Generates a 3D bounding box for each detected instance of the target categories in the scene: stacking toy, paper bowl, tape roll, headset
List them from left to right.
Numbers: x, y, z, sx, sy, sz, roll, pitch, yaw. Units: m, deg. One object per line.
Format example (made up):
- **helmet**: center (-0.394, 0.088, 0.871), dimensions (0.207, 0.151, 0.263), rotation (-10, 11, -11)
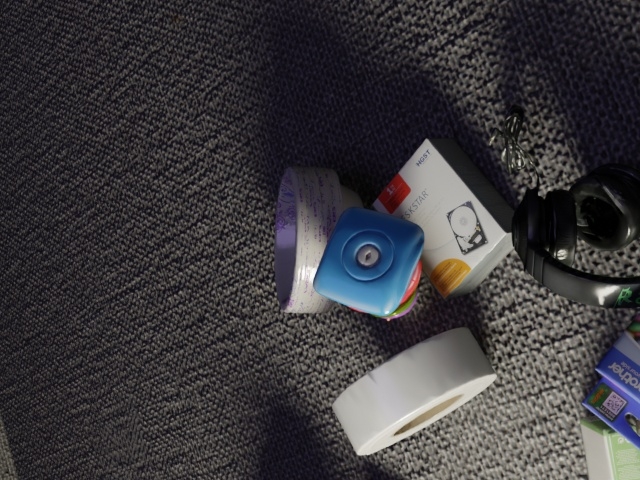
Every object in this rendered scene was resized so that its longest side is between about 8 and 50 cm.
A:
- **paper bowl**: center (0.000, 0.000, 1.763), dimensions (0.284, 0.148, 0.284), rotation (-177, 90, -79)
- **stacking toy**: center (0.115, 0.083, 1.653), dimensions (0.165, 0.302, 0.175), rotation (18, 73, 21)
- **tape roll**: center (0.164, 0.268, 1.608), dimensions (0.286, 0.286, 0.100), rotation (-44, 67, 36)
- **headset**: center (0.394, -0.056, 1.395), dimensions (0.394, 0.243, 0.185), rotation (-127, 25, -50)

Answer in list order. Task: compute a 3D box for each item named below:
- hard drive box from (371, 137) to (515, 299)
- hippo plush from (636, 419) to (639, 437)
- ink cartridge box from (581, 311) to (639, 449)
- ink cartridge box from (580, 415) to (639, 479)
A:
- **hard drive box**: center (0.230, -0.041, 1.642), dimensions (0.232, 0.089, 0.181), rotation (54, 125, 24)
- **hippo plush**: center (0.545, 0.333, 1.305), dimensions (0.234, 0.236, 0.294), rotation (-35, 72, 38)
- **ink cartridge box**: center (0.504, 0.147, 1.200), dimensions (0.186, 0.065, 0.311), rotation (41, 98, 33)
- **ink cartridge box**: center (0.463, 0.399, 1.426), dimensions (0.056, 0.171, 0.235), rotation (-8, 84, 3)
